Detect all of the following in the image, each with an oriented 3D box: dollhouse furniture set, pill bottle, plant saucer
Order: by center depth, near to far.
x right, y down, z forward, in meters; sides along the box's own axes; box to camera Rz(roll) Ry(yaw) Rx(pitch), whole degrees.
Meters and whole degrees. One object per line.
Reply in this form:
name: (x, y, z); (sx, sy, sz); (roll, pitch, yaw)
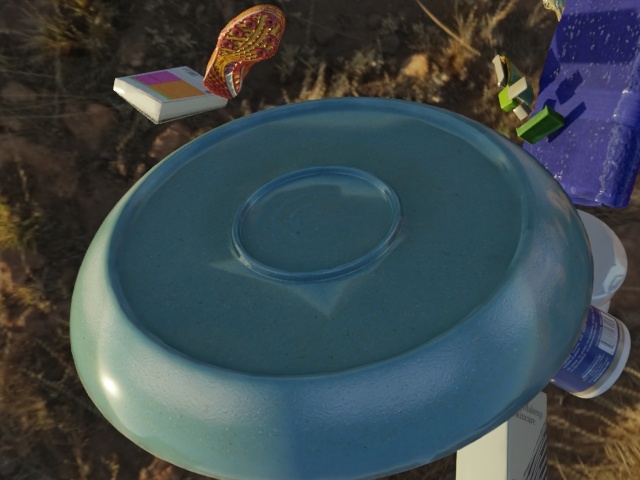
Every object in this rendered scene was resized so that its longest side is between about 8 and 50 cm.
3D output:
plant saucer: (0.000, 0.000, 0.546); (0.317, 0.318, 0.044); (3, 133, 14)
pill bottle: (0.227, 0.088, 0.947); (0.169, 0.094, 0.094); (29, 99, -15)
dollhouse furniture set: (0.300, -0.214, 1.309); (0.058, 0.076, 0.152); (-37, 40, 37)
pill bottle: (0.370, 0.111, 1.579); (0.210, 0.363, 0.210); (5, 57, -8)

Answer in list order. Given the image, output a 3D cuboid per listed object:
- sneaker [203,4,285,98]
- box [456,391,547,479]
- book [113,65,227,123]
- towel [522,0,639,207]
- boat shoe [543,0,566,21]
sneaker: (-0.090, -0.228, 1.045); (0.064, 0.175, 0.067); (25, 64, -21)
box: (0.266, 0.348, 1.334); (0.094, 0.113, 0.275); (-17, 59, 42)
book: (-0.216, -0.219, 1.334); (0.096, 0.144, 0.035); (35, 124, 24)
towel: (0.391, -0.201, 1.263); (0.076, 0.227, 0.308); (12, 97, -27)
boat shoe: (0.435, -0.450, 1.691); (0.045, 0.050, 0.135); (-13, 92, 4)
